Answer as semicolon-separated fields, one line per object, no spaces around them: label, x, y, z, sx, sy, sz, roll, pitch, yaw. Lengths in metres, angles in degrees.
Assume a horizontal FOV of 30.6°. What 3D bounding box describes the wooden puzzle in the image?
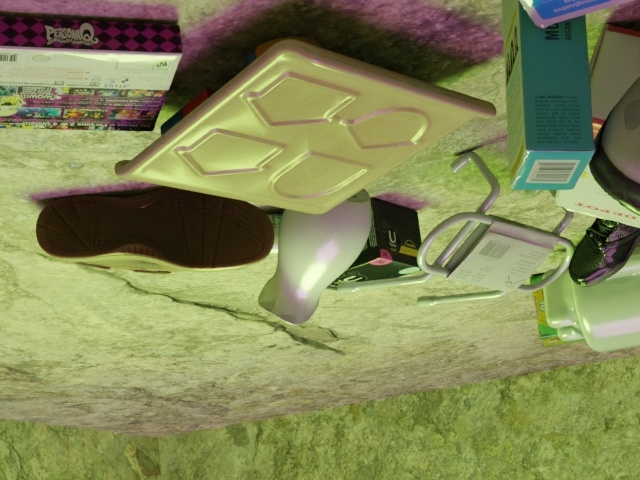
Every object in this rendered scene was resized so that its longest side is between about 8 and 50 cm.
wooden puzzle;-0.022;-0.137;1.376;0.322;0.080;0.348;10;154;-43

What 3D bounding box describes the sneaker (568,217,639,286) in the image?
sneaker;0.425;-0.032;1.716;0.130;0.087;0.227;19;123;-39

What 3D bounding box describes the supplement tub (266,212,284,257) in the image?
supplement tub;-0.066;-0.008;1.825;0.107;0.071;0.071;-4;163;-5

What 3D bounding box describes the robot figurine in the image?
robot figurine;0.588;0.089;2.126;0.354;0.199;0.300;-12;154;23

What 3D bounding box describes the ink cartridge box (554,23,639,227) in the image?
ink cartridge box;0.415;-0.117;1.409;0.226;0.131;0.306;15;167;9

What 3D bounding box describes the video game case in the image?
video game case;-0.280;-0.175;1.260;0.232;0.041;0.210;-1;163;-16

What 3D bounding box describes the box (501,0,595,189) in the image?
box;0.202;-0.175;1.057;0.060;0.244;0.100;0;163;1

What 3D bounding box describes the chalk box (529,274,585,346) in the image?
chalk box;0.543;0.131;2.365;0.213;0.132;0.132;-9;163;13

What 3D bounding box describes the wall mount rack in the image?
wall mount rack;0.209;0.021;1.751;0.350;0.130;0.304;13;124;-47

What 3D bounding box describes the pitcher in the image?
pitcher;0.000;0.000;1.715;0.126;0.207;0.178;27;-154;5

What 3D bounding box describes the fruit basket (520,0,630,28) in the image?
fruit basket;0.234;-0.280;0.796;0.327;0.165;0.353;-14;143;27

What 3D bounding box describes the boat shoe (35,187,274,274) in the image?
boat shoe;-0.234;-0.011;1.706;0.341;0.121;0.110;4;168;4

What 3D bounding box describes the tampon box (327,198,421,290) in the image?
tampon box;0.066;0.012;1.876;0.161;0.101;0.120;-20;159;38

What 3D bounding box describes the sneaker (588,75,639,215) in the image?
sneaker;0.412;-0.210;0.998;0.448;0.169;0.257;-34;148;-22
